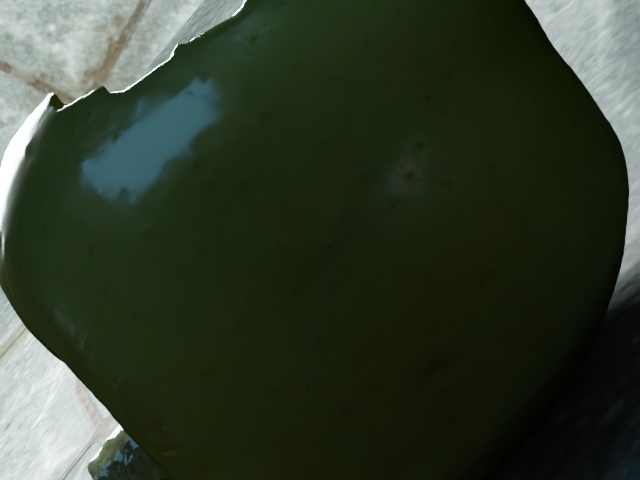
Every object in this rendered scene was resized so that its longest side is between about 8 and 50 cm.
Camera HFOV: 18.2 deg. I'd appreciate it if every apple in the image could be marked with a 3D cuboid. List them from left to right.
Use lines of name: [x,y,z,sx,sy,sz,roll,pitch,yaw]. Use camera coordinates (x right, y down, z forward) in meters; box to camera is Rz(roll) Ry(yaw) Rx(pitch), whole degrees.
apple: [0.000,0.000,0.853,0.279,0.279,0.279,-46,16,17]

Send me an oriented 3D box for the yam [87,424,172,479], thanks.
yam: [-0.061,0.090,1.150,0.169,0.068,0.068,-47,16,12]
